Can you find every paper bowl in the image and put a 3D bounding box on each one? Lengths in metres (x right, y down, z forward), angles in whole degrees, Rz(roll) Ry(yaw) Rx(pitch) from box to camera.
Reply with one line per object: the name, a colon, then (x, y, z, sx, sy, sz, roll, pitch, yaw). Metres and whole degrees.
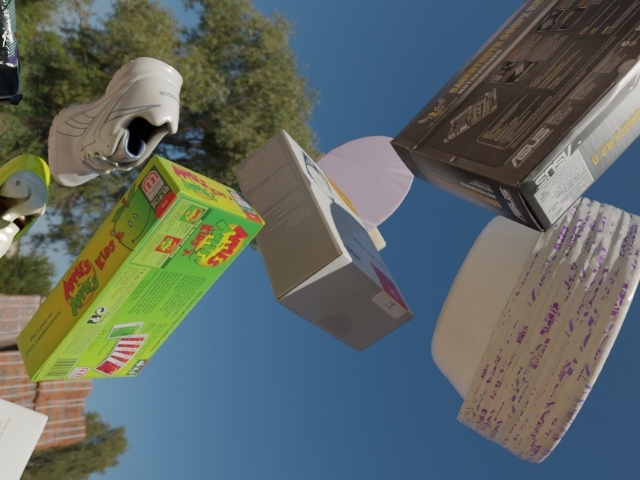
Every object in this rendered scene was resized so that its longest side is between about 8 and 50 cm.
paper bowl: (0.230, 0.081, 0.533, 0.148, 0.284, 0.285, 26, -70, 25)

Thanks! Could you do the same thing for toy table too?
toy table: (0.066, -0.092, 0.998, 0.161, 0.274, 0.253, 37, 30, -84)

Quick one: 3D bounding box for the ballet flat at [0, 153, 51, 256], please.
ballet flat: (-0.395, -0.027, 0.590, 0.077, 0.077, 0.231, -6, -136, 25)

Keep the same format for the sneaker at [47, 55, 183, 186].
sneaker: (-0.337, -0.163, 0.749, 0.297, 0.111, 0.130, -30, -121, 27)

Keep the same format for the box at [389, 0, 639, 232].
box: (0.194, -0.132, 0.407, 0.231, 0.056, 0.183, -46, -151, 0)

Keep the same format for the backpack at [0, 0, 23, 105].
backpack: (-0.465, -0.304, 0.543, 0.224, 0.191, 0.254, 9, -85, 29)

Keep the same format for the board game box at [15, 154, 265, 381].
board game box: (-0.136, 0.030, 0.362, 0.181, 0.092, 0.043, -48, -119, 12)

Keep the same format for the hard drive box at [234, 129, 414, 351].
hard drive box: (0.000, 0.000, 0.597, 0.089, 0.181, 0.232, -36, -132, 13)

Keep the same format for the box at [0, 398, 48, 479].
box: (-0.448, 0.285, 0.549, 0.180, 0.119, 0.182, -25, -140, 36)
